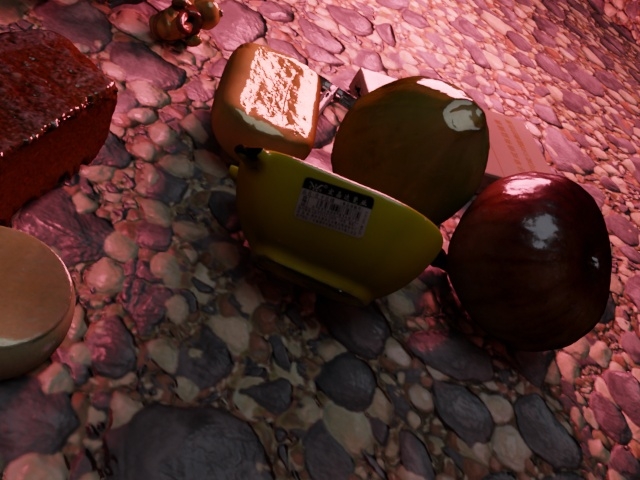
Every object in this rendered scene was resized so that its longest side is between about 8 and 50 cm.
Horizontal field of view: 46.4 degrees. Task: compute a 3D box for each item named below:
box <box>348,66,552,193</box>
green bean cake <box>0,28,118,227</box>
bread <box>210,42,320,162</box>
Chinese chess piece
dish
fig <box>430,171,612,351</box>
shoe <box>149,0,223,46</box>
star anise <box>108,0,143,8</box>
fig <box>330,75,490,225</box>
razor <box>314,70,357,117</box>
[{"bbox_3d":[0.231,-0.169,1.269,0.365,0.051,0.205,13,44,-26],"label":"box"},{"bbox_3d":[-0.321,-0.124,0.784,0.198,0.097,0.232,42,39,11],"label":"green bean cake"},{"bbox_3d":[-0.075,-0.175,1.014,0.147,0.098,0.217,22,42,-9],"label":"bread"},{"bbox_3d":[-0.291,0.054,0.655,0.144,0.058,0.144,18,42,-18],"label":"Chinese chess piece"},{"bbox_3d":[0.000,0.000,0.850,0.262,0.221,0.108,25,79,-9],"label":"dish"},{"bbox_3d":[0.269,0.027,0.973,0.235,0.214,0.235,6,74,-23],"label":"fig"},{"bbox_3d":[-0.197,-0.324,1.107,0.069,0.072,0.109,11,18,36],"label":"shoe"},{"bbox_3d":[-0.251,-0.395,1.106,0.195,0.065,0.182,-4,36,-14],"label":"star anise"},{"bbox_3d":[0.129,-0.129,1.009,0.207,0.230,0.207,19,40,-17],"label":"fig"},{"bbox_3d":[-0.007,-0.195,1.137,0.084,0.036,0.211,31,38,-2],"label":"razor"}]
